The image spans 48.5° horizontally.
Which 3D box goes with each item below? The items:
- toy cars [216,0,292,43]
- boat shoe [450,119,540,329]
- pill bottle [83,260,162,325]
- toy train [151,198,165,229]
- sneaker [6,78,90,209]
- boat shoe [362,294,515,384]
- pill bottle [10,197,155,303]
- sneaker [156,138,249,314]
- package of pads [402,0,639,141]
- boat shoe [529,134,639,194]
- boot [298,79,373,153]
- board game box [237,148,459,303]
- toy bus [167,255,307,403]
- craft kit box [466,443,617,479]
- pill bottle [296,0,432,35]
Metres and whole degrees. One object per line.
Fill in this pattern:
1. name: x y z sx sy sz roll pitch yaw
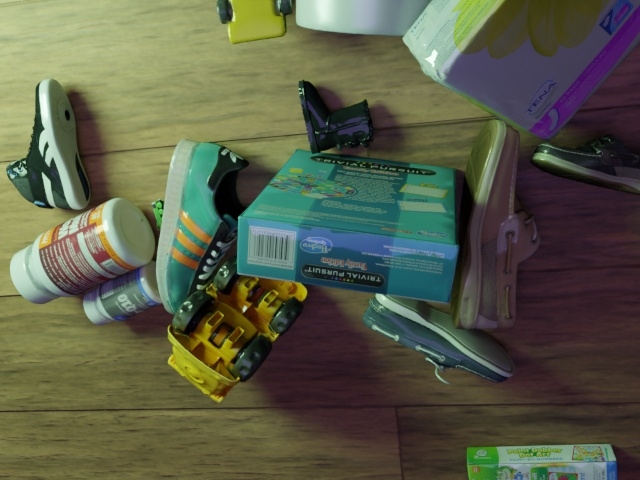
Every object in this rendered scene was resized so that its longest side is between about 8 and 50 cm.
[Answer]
1. toy cars: -0.173 -0.440 0.992 0.394 0.087 0.176 42 100 -3
2. boat shoe: 0.267 -0.016 1.062 0.110 0.121 0.341 4 122 4
3. pill bottle: -0.334 0.093 1.226 0.137 0.078 0.078 -24 105 18
4. toy train: -0.265 -0.030 1.200 0.024 0.017 0.083 -4 110 23
5. sneaker: -0.461 -0.149 1.155 0.121 0.079 0.216 -3 112 10
6. boat shoe: 0.189 0.165 1.151 0.255 0.095 0.079 27 111 1
7. pill bottle: -0.398 0.023 1.188 0.221 0.121 0.121 -22 105 17
8. sneaker: -0.185 -0.006 1.145 0.121 0.108 0.302 13 111 10
9. package of pads: 0.266 -0.262 0.886 0.297 0.101 0.229 15 123 -45
10. boat shoe: 0.402 -0.113 1.005 0.224 0.080 0.073 12 95 -15
11. boot: 0.025 -0.191 1.071 0.099 0.045 0.121 -11 101 8
12. board game box: 0.055 -0.034 0.967 0.254 0.336 0.079 8 112 7
13. toy bus: -0.144 0.157 1.177 0.149 0.220 0.211 35 144 8
14. craft kit box: 0.393 0.479 1.258 0.247 0.061 0.249 -6 110 10
15. pill bottle: 0.070 -0.460 0.863 0.224 0.224 0.391 6 111 8
